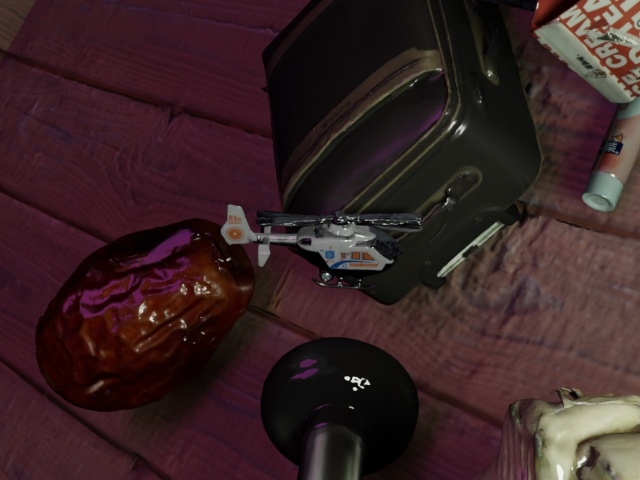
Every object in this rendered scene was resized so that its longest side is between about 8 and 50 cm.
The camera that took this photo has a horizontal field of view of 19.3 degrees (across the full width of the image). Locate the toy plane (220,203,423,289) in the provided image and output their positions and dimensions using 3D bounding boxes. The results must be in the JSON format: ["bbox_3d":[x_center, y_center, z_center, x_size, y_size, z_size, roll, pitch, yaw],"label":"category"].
[{"bbox_3d":[-0.001,0.001,1.866,0.053,0.197,0.078,-87,2,-50],"label":"toy plane"}]

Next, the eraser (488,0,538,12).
[{"bbox_3d":[0.247,-0.279,1.944,0.212,0.046,0.092,16,73,21],"label":"eraser"}]

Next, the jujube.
[{"bbox_3d":[-0.213,0.093,2.257,0.290,0.197,0.197,-33,36,22],"label":"jujube"}]

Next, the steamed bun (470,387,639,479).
[{"bbox_3d":[0.227,0.264,1.436,0.268,0.207,0.280,-107,29,-54],"label":"steamed bun"}]

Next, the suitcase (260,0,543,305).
[{"bbox_3d":[0.082,-0.152,2.043,0.283,0.194,0.434,-42,34,27],"label":"suitcase"}]

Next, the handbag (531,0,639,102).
[{"bbox_3d":[0.319,-0.281,1.783,0.298,0.171,0.151,-50,47,1],"label":"handbag"}]

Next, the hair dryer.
[{"bbox_3d":[-0.032,0.291,1.798,0.284,0.156,0.320,-54,13,37],"label":"hair dryer"}]

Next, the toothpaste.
[{"bbox_3d":[0.305,-0.123,1.838,0.056,0.036,0.205,-5,53,51],"label":"toothpaste"}]
